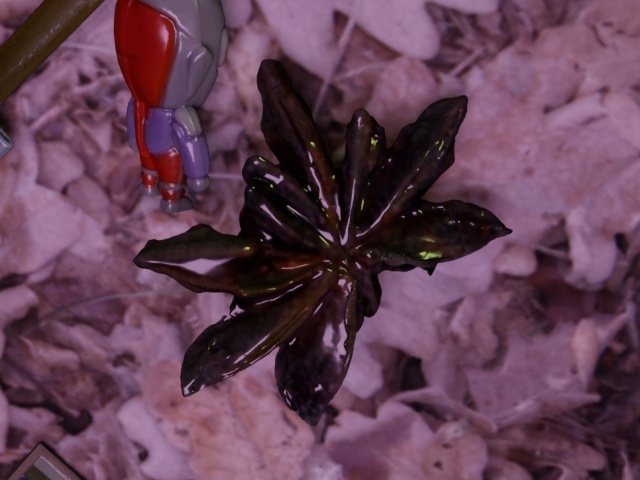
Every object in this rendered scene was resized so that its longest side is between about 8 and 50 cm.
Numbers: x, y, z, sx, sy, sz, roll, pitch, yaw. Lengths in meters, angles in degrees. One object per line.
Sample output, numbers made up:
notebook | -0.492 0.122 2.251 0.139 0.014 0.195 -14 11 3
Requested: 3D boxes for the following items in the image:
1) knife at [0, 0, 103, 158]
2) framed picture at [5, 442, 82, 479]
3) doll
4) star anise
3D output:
knife | -0.253 -0.084 0.976 0.343 0.027 0.061 -37 94 29
framed picture | -0.218 0.259 1.122 0.149 0.011 0.109 45 72 -13
doll | -0.106 -0.129 0.934 0.075 0.102 0.228 -16 122 -36
star anise | 0.001 0.004 0.941 0.212 0.129 0.283 43 78 -32
